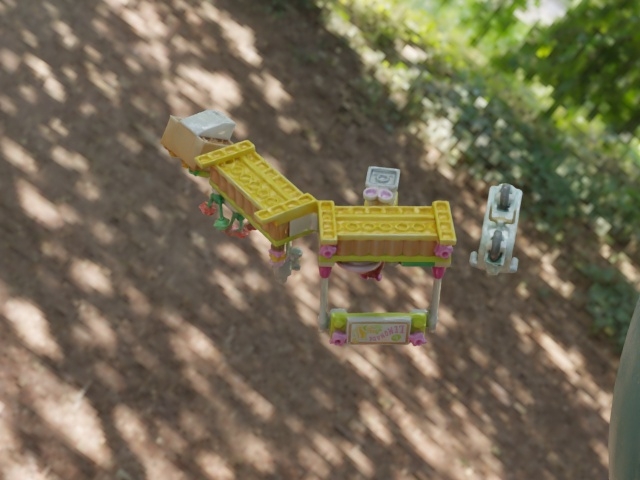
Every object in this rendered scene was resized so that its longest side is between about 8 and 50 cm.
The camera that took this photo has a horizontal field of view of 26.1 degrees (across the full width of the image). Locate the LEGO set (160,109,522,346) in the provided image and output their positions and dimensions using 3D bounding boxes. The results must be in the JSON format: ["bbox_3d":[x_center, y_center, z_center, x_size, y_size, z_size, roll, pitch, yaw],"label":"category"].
[{"bbox_3d":[0.000,0.000,1.013,0.287,0.107,0.132,14,38,15],"label":"LEGO set"}]

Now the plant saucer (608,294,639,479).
[{"bbox_3d":[0.237,0.045,0.706,0.043,0.318,0.317,24,6,39],"label":"plant saucer"}]
